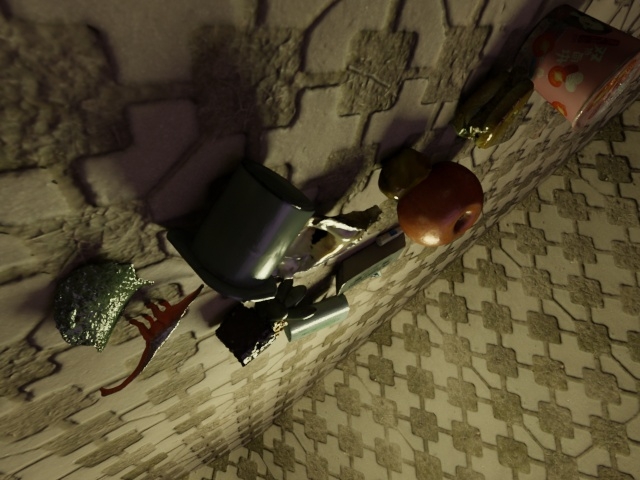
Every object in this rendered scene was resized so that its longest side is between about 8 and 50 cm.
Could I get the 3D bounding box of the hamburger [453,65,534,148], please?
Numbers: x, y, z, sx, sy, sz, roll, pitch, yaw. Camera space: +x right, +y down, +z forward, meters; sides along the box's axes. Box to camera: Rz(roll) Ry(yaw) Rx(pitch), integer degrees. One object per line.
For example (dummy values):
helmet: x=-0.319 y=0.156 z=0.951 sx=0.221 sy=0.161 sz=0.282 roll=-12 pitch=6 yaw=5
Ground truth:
hamburger: x=0.448 y=-0.346 z=1.145 sx=0.215 sy=0.122 sz=0.189 roll=-52 pitch=162 yaw=20

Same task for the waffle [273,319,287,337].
waffle: x=-0.195 y=0.288 z=1.397 sx=0.197 sy=0.070 sz=0.193 roll=-49 pitch=157 yaw=15

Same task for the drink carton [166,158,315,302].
drink carton: x=-0.115 y=-0.021 z=0.778 sx=0.190 sy=0.191 sz=0.185 roll=-52 pitch=155 yaw=12

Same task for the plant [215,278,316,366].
plant: x=-0.151 y=0.212 z=1.226 sx=0.274 sy=0.147 sz=0.149 roll=-35 pitch=178 yaw=-16

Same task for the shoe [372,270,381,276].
shoe: x=0.194 y=0.117 z=1.714 sx=0.071 sy=0.064 sz=0.143 roll=-30 pitch=163 yaw=5

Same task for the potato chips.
potato chips: x=-0.372 y=0.115 z=0.778 sx=0.167 sy=0.059 sz=0.228 roll=-44 pitch=161 yaw=-18

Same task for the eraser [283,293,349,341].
eraser: x=-0.017 y=0.274 z=1.578 sx=0.226 sy=0.081 sz=0.174 roll=-20 pitch=153 yaw=-16

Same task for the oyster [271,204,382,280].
oyster: x=-0.006 y=-0.009 z=1.086 sx=0.275 sy=0.101 sz=0.271 roll=-37 pitch=160 yaw=29

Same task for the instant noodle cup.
instant noodle cup: x=0.646 y=-0.447 z=1.119 sx=0.242 sy=0.231 sz=0.243 roll=-35 pitch=158 yaw=-16

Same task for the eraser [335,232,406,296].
eraser: x=0.180 y=0.074 z=1.580 sx=0.352 sy=0.077 sz=0.111 roll=-28 pitch=155 yaw=-29

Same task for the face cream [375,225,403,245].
face cream: x=0.254 y=-0.021 z=1.575 sx=0.130 sy=0.034 sz=0.034 roll=-26 pitch=155 yaw=-29

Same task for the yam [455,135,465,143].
yam: x=0.449 y=-0.320 z=1.330 sx=0.116 sy=0.021 sz=0.021 roll=-31 pitch=157 yaw=-24

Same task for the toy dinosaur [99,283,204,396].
toy dinosaur: x=-0.345 y=0.188 z=0.905 sx=0.280 sy=0.101 sz=0.055 roll=-47 pitch=150 yaw=-13

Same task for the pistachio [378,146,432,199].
pistachio: x=0.205 y=-0.171 z=1.125 sx=0.189 sy=0.100 sz=0.110 roll=-42 pitch=-172 yaw=-37

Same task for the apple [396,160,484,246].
apple: x=0.369 y=-0.111 z=1.361 sx=0.271 sy=0.206 sz=0.252 roll=-29 pitch=153 yaw=-23
